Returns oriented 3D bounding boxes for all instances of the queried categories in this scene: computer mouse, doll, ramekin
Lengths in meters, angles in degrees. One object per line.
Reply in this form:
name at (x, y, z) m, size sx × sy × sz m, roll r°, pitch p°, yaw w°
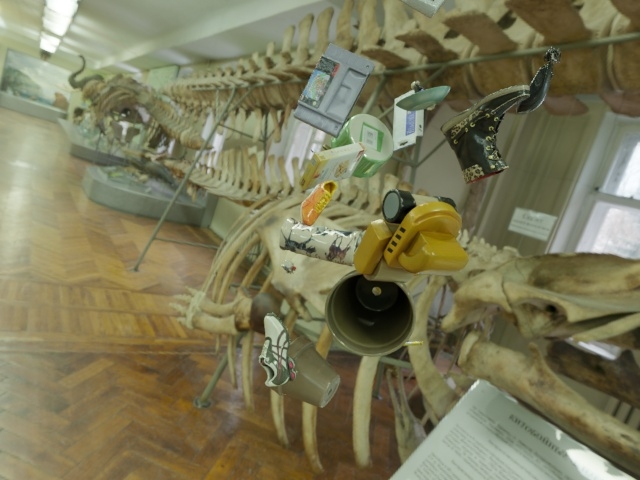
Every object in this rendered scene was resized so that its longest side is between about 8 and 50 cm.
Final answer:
computer mouse at (0.888, -0.626, 1.717) m, size 0.072 × 0.272 × 0.188 m, roll 35°, pitch 35°, yaw 21°
doll at (0.460, -0.666, 1.956) m, size 0.129 × 0.046 × 0.189 m, roll 64°, pitch 4°, yaw -50°
ramekin at (0.217, -0.478, 2.134) m, size 0.303 × 0.303 × 0.148 m, roll 15°, pitch -25°, yaw -23°

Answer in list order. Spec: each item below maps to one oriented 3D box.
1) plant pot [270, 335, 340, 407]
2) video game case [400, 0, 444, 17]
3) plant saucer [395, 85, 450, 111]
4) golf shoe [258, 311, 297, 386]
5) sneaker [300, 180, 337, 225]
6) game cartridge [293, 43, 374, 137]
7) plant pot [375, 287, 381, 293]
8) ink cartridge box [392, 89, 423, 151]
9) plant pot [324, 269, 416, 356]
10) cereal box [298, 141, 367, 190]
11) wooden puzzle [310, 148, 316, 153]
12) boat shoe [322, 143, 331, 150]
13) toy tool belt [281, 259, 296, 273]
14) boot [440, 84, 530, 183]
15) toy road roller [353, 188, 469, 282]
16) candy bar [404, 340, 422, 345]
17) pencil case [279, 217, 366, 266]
plant pot at (-0.047, 0.569, 1.797) m, size 0.229 × 0.263 × 0.263 m, roll 27°, pitch 11°, yaw 25°
video game case at (0.228, -0.753, 1.197) m, size 0.300 × 0.036 × 0.329 m, roll 31°, pitch 49°, yaw 2°
plant saucer at (0.366, -0.493, 1.518) m, size 0.195 × 0.037 × 0.195 m, roll -15°, pitch 4°, yaw 1°
golf shoe at (-0.174, 0.409, 1.608) m, size 0.120 × 0.273 × 0.105 m, roll -12°, pitch -7°, yaw -36°
sneaker at (-0.006, -0.116, 1.251) m, size 0.067 × 0.175 × 0.064 m, roll -16°, pitch -50°, yaw 47°
game cartridge at (0.053, -0.651, 1.860) m, size 0.230 × 0.355 × 0.068 m, roll 28°, pitch 2°, yaw 6°
plant pot at (0.343, 0.244, 2.208) m, size 0.081 × 0.083 × 0.081 m, roll -25°, pitch 6°, yaw 37°
ink cartridge box at (0.468, -0.632, 2.292) m, size 0.065 × 0.333 × 0.165 m, roll 18°, pitch -18°, yaw -37°
plant pot at (0.203, 0.232, 1.632) m, size 0.323 × 0.323 × 0.280 m, roll 20°, pitch 17°, yaw 9°
cereal box at (0.048, -0.281, 1.619) m, size 0.240 × 0.173 × 0.047 m, roll -21°, pitch 69°, yaw -33°
wooden puzzle at (-0.008, -0.431, 2.268) m, size 0.116 × 0.014 × 0.078 m, roll 45°, pitch -4°, yaw 16°
boat shoe at (0.073, -0.474, 2.268) m, size 0.135 × 0.045 × 0.050 m, roll 32°, pitch -2°, yaw -15°
toy tool belt at (-0.133, 0.122, 1.877) m, size 0.083 × 0.052 × 0.051 m, roll 26°, pitch -31°, yaw 35°
boot at (0.679, -0.411, 1.699) m, size 0.138 × 0.284 × 0.377 m, roll -10°, pitch -9°, yaw -44°
toy road roller at (0.257, 0.032, 1.187) m, size 0.202 × 0.330 × 0.241 m, roll 6°, pitch 40°, yaw -24°
candy bar at (0.441, 0.525, 2.178) m, size 0.161 × 0.018 × 0.040 m, roll -8°, pitch -4°, yaw 17°
pencil case at (0.000, 0.000, 1.983) m, size 0.410 × 0.160 × 0.183 m, roll 12°, pitch 37°, yaw 24°
